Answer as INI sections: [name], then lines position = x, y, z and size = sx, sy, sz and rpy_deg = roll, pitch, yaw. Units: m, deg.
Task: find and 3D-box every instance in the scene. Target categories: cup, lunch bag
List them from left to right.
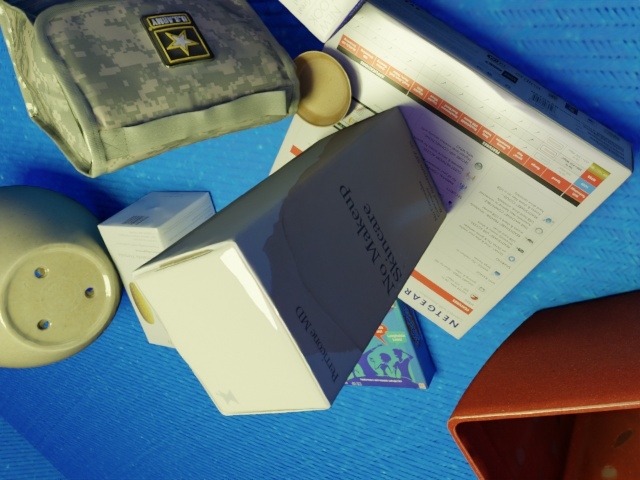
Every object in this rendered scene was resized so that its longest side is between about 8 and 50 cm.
[cup]
position = -0.471, 0.076, 0.863
size = 0.236, 0.331, 0.331
rpy_deg = 9, 126, 47
[lunch bag]
position = -0.190, -0.188, 0.569
size = 0.287, 0.235, 0.169
rpy_deg = 35, 137, 39

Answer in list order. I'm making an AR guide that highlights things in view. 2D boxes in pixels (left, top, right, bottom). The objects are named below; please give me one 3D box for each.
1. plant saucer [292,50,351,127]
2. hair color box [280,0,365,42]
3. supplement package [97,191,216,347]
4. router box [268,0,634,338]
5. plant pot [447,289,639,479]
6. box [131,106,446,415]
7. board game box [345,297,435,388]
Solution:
[plant saucer]
position = 0.000, -0.168, 0.569
size = 0.083, 0.015, 0.084
rpy_deg = 16, 126, 24
[hair color box]
position = -0.051, -0.352, 0.396
size = 0.338, 0.110, 0.185
rpy_deg = 40, 129, -12
[supplement package]
position = -0.246, 0.053, 0.885
size = 0.138, 0.134, 0.244
rpy_deg = 3, 121, 29
[router box]
position = 0.120, -0.080, 0.621
size = 0.335, 0.082, 0.301
rpy_deg = 36, 131, 5
[plant pot]
position = 0.343, 0.202, 0.575
size = 0.267, 0.236, 0.267
rpy_deg = -22, 107, 37
[box]
position = 0.000, 0.000, 0.481
size = 0.121, 0.311, 0.148
rpy_deg = -17, 110, 36
[board game box]
position = 0.075, 0.138, 0.812
size = 0.160, 0.047, 0.211
rpy_deg = -8, 114, 34
